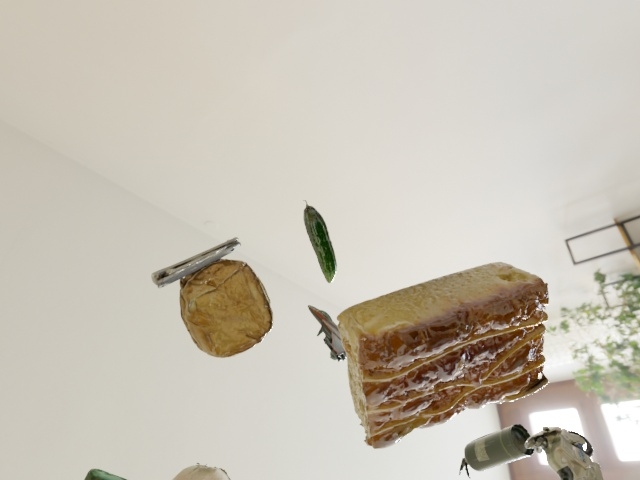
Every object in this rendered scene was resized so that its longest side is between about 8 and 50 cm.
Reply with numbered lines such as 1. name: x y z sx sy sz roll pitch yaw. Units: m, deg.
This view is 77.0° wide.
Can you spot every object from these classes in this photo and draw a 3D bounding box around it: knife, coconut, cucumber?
1. knife: -0.322 0.051 1.077 0.266 0.073 0.040 -29 -95 -42
2. coconut: -0.187 0.422 0.646 0.110 0.125 0.110 -2 -90 -73
3. cucumber: 0.000 0.000 0.732 0.039 0.039 0.167 -46 -57 -53

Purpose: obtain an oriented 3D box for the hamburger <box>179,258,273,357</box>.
1. hamburger: -0.272 0.188 1.168 0.260 0.145 0.283 -16 -90 -31

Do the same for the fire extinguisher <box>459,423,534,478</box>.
1. fire extinguisher: 0.544 0.682 1.299 0.093 0.294 0.118 25 -137 -12

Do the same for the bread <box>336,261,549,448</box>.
1. bread: 0.171 0.153 0.557 0.114 0.275 0.184 -136 34 -68

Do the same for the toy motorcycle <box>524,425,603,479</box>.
1. toy motorcycle: 0.519 0.489 0.853 0.150 0.102 0.221 18 -145 9

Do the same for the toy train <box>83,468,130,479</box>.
1. toy train: -0.298 0.447 0.473 0.145 0.202 0.265 29 -92 -9

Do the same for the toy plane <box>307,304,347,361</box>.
1. toy plane: 0.055 0.333 1.389 0.326 0.104 0.223 31 -170 36
